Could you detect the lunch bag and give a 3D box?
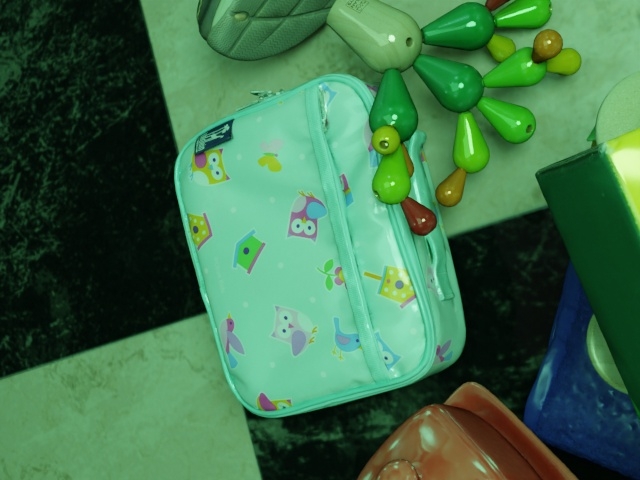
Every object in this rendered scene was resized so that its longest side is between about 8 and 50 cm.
[{"bbox_3d":[0.000,0.000,0.824,0.224,0.108,0.279,-19,83,32],"label":"lunch bag"}]

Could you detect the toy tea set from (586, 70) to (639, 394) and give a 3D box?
[{"bbox_3d":[0.270,-0.050,0.604,0.336,0.124,0.200,-43,83,-10],"label":"toy tea set"}]

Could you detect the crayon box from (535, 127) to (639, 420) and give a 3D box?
[{"bbox_3d":[0.340,0.038,0.475,0.363,0.106,0.313,-22,88,-7],"label":"crayon box"}]

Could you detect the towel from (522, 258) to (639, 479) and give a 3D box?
[{"bbox_3d":[0.310,0.087,0.659,0.308,0.076,0.228,22,108,31],"label":"towel"}]

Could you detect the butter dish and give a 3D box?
[{"bbox_3d":[0.084,0.190,0.701,0.160,0.118,0.160,-52,43,8],"label":"butter dish"}]

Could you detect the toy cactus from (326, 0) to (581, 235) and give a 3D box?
[{"bbox_3d":[0.083,-0.128,0.724,0.180,0.112,0.219,36,85,8],"label":"toy cactus"}]

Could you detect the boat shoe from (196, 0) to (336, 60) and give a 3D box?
[{"bbox_3d":[-0.004,-0.321,0.812,0.130,0.132,0.355,42,105,34],"label":"boat shoe"}]
